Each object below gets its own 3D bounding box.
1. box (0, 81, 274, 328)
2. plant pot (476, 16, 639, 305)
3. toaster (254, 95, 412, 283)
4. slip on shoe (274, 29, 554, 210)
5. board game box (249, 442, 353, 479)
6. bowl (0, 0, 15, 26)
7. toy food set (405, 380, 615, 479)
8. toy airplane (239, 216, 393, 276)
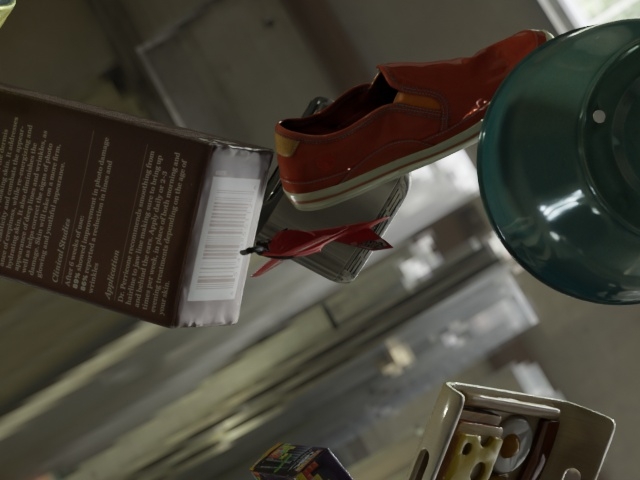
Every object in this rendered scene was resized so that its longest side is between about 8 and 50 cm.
[{"bbox_3d":[-0.254,-0.045,1.934,0.143,0.381,0.191,1,-77,-64],"label":"box"},{"bbox_3d":[0.295,-0.078,1.676,0.272,0.271,0.255,-28,0,-6],"label":"plant pot"},{"bbox_3d":[0.007,-0.049,2.240,0.227,0.146,0.129,-58,9,6],"label":"toaster"},{"bbox_3d":[0.101,-0.145,1.981,0.331,0.101,0.123,-26,24,-4],"label":"slip on shoe"},{"bbox_3d":[0.017,0.280,1.870,0.048,0.170,0.141,-41,11,-20],"label":"board game box"},{"bbox_3d":[-0.456,-0.225,1.803,0.289,0.289,0.156,3,-63,-60],"label":"bowl"},{"bbox_3d":[0.205,0.287,2.140,0.306,0.092,0.219,14,-81,-48],"label":"toy food set"},{"bbox_3d":[0.000,0.000,1.670,0.151,0.028,0.151,-12,-10,-2],"label":"toy airplane"}]
